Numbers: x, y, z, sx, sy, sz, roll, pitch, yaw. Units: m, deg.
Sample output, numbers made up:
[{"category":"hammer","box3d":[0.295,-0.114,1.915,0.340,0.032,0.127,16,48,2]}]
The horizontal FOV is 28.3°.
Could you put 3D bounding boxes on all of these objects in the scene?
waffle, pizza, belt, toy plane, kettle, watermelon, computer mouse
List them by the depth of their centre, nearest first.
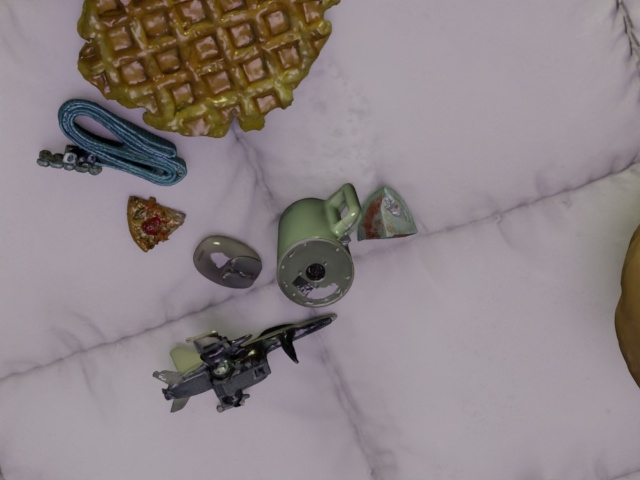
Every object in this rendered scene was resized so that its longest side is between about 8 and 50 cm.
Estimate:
[{"category":"waffle","box3d":[-0.141,-0.280,1.555,0.302,0.068,0.325,23,108,-14]},{"category":"belt","box3d":[-0.260,-0.109,1.624,0.179,0.065,0.100,25,100,-14]},{"category":"kettle","box3d":[-0.006,0.000,1.646,0.098,0.148,0.126,10,114,-7]},{"category":"pizza","box3d":[-0.218,-0.025,1.683,0.078,0.025,0.083,-13,113,3]},{"category":"watermelon","box3d":[0.087,-0.027,1.687,0.085,0.061,0.085,-3,124,-4]},{"category":"computer mouse","box3d":[-0.125,0.032,1.708,0.096,0.039,0.066,28,109,-16]},{"category":"toy plane","box3d":[-0.095,0.164,1.745,0.262,0.088,0.192,-17,141,0]}]

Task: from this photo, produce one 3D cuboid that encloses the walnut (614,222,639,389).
[{"category":"walnut","box3d":[0.558,0.092,1.643,0.384,0.383,0.383,-2,114,-4]}]
